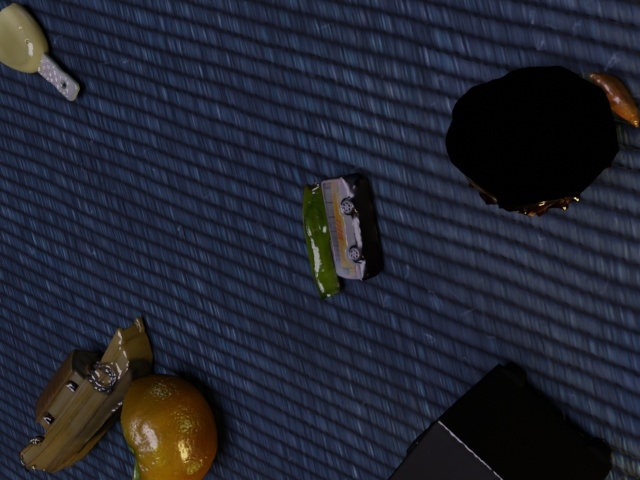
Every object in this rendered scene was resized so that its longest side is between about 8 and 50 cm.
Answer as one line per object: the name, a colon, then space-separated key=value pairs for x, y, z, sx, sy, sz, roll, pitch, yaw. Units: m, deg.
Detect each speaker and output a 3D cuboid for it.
speaker: x=0.258 y=0.339 z=1.318 sx=0.232 sy=0.254 sz=0.184 roll=42 pitch=122 yaw=16

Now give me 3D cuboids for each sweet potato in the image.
sweet potato: x=0.394 y=-0.190 z=1.204 sx=0.095 sy=0.034 sz=0.034 roll=50 pitch=125 yaw=-2

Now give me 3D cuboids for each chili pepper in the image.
chili pepper: x=0.000 y=0.000 z=1.514 sx=0.052 sy=0.050 sz=0.201 roll=-5 pitch=101 yaw=20

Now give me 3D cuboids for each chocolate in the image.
chocolate: x=0.296 y=-0.109 z=1.253 sx=0.224 sy=0.206 sz=0.177 roll=37 pitch=166 yaw=30

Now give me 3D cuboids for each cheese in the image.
cheese: x=-0.560 y=-0.365 z=1.779 sx=0.255 sy=0.050 sz=0.127 roll=40 pitch=121 yaw=16

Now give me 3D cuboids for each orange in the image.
orange: x=-0.286 y=0.379 z=1.739 sx=0.159 sy=0.179 sz=0.237 roll=5 pitch=106 yaw=35

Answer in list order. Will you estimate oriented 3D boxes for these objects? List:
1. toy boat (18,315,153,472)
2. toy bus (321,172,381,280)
toy boat: x=-0.489 y=0.322 z=1.899 sx=0.162 sy=0.136 sz=0.445 roll=47 pitch=119 yaw=8
toy bus: x=0.049 y=-0.022 z=1.471 sx=0.072 sy=0.057 sz=0.171 roll=-2 pitch=102 yaw=39
